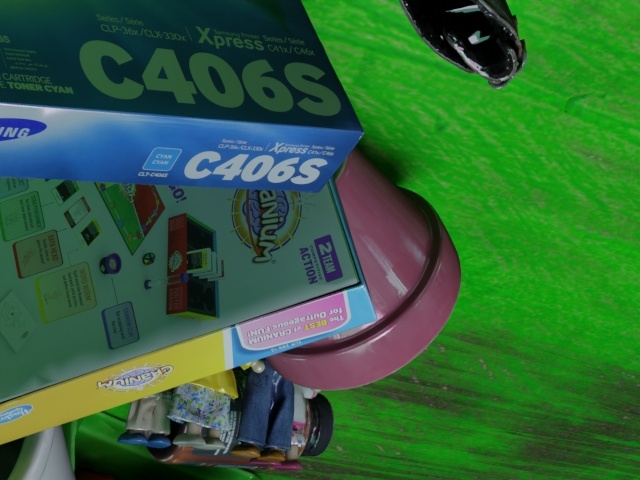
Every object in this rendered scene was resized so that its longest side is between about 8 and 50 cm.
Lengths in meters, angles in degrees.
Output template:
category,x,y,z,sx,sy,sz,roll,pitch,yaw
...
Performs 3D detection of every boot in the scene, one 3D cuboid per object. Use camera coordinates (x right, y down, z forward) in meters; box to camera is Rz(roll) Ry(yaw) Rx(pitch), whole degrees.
category,x,y,z,sx,sy,sz,roll,pitch,yaw
boot,0.091,-0.195,1.135,0.091,0.229,0.263,-33,144,24

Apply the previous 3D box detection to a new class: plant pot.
category,x,y,z,sx,sy,sz,roll,pitch,yaw
plant pot,0.000,0.000,1.449,0.201,0.201,0.180,-24,132,11

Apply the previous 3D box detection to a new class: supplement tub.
category,x,y,z,sx,sy,sz,roll,pitch,yaw
supplement tub,-0.084,0.190,1.765,0.198,0.106,0.106,9,140,-35

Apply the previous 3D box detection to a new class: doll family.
category,x,y,z,sx,sy,sz,roll,pitch,yaw
doll family,-0.075,0.130,1.636,0.263,0.163,0.118,16,161,-38

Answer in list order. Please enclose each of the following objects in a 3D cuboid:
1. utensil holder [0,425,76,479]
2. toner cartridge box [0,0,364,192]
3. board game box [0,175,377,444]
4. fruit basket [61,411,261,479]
category,x,y,z,sx,sy,sz,roll,pitch,yaw
utensil holder,-0.382,0.230,1.491,0.328,0.327,0.385,-11,150,-9
toner cartridge box,-0.149,-0.123,1.161,0.348,0.165,0.075,1,141,-38
board game box,-0.139,0.000,1.320,0.316,0.242,0.064,-18,149,3
fruit basket,-0.141,0.351,1.813,0.392,0.283,0.392,-1,155,-1
